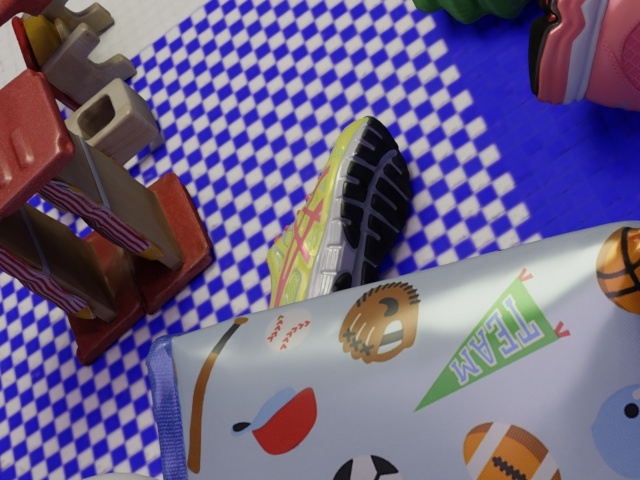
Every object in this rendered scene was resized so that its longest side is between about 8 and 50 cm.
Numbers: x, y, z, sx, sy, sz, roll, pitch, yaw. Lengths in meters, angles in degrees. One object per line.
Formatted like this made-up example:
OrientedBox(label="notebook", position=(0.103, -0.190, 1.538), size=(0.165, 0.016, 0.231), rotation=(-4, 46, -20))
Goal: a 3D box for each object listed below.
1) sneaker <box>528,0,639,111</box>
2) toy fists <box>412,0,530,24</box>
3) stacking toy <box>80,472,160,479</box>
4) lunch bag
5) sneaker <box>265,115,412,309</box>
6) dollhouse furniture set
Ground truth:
OrientedBox(label="sneaker", position=(0.241, -0.233, 1.018), size=(0.116, 0.136, 0.314), rotation=(-79, 4, -75))
OrientedBox(label="toy fists", position=(0.183, -0.262, 1.145), size=(0.279, 0.096, 0.142), rotation=(-20, 55, 25))
OrientedBox(label="stacking toy", position=(-0.305, 0.302, 1.059), size=(0.480, 0.350, 0.350), rotation=(-29, 48, 0))
OrientedBox(label="lunch bag", position=(0.102, 0.208, 0.817), size=(0.328, 0.239, 0.385), rotation=(-14, 78, 28))
OrientedBox(label="sneaker", position=(0.000, 0.000, 1.129), size=(0.094, 0.081, 0.208), rotation=(1, 64, 40))
OrientedBox(label="dollhouse furniture set", position=(-0.253, -0.099, 1.297), size=(0.152, 0.201, 0.374), rotation=(-38, 47, 12))
